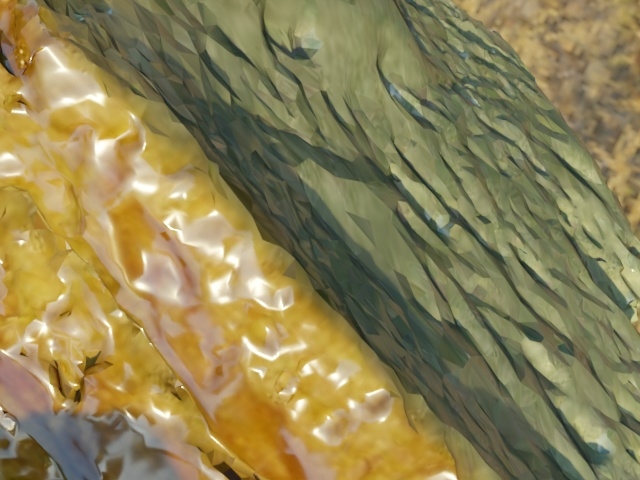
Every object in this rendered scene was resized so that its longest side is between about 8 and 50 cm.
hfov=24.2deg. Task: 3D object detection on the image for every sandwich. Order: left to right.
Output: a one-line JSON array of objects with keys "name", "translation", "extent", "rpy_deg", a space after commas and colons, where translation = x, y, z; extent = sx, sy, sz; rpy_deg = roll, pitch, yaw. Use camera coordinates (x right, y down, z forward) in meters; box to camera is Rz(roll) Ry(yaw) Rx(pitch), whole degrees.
[{"name": "sandwich", "translation": [-0.001, 0.000, 0.508], "extent": [0.131, 0.262, 0.325], "rpy_deg": [-38, 13, 23]}]
